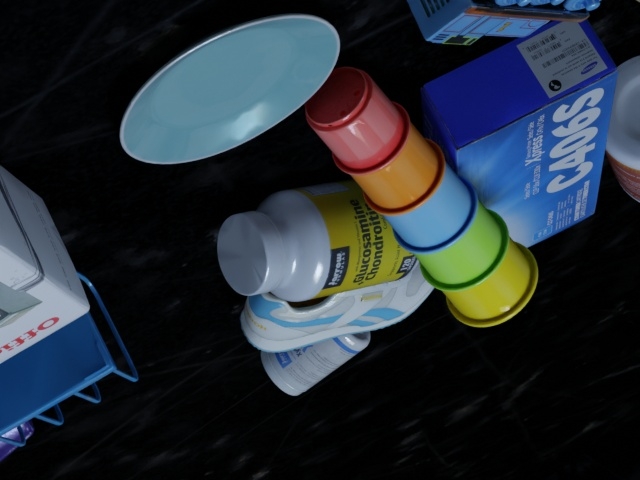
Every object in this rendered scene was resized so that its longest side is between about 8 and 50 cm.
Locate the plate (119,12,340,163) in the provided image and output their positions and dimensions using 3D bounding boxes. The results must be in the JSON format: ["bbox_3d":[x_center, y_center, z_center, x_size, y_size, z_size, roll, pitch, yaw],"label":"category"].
[{"bbox_3d":[-0.073,-0.122,1.372,0.188,0.024,0.188,-24,160,-9],"label":"plate"}]

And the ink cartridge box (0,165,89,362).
[{"bbox_3d":[-0.311,0.021,1.276,0.198,0.115,0.273,-30,159,4],"label":"ink cartridge box"}]

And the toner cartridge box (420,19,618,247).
[{"bbox_3d":[0.189,-0.082,1.722,0.165,0.075,0.348,-25,159,-4],"label":"toner cartridge box"}]

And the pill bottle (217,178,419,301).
[{"bbox_3d":[0.000,0.000,1.636,0.184,0.103,0.103,-11,154,-39],"label":"pill bottle"}]

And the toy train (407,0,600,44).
[{"bbox_3d":[0.149,-0.203,1.395,0.105,0.080,0.184,-32,163,37],"label":"toy train"}]

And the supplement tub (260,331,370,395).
[{"bbox_3d":[-0.005,0.114,1.945,0.107,0.071,0.071,-38,157,22],"label":"supplement tub"}]

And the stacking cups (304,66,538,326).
[{"bbox_3d":[0.082,-0.040,1.561,0.096,0.096,0.316,-33,134,12],"label":"stacking cups"}]

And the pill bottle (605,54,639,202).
[{"bbox_3d":[0.351,-0.101,1.816,0.121,0.121,0.216,-31,159,6],"label":"pill bottle"}]

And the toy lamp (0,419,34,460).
[{"bbox_3d":[-0.404,0.221,1.683,0.274,0.080,0.080,-28,159,-4],"label":"toy lamp"}]

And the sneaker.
[{"bbox_3d":[0.032,0.043,1.805,0.228,0.087,0.092,-22,156,-23],"label":"sneaker"}]

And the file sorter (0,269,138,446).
[{"bbox_3d":[-0.261,0.108,1.548,0.170,0.118,0.104,-30,163,5],"label":"file sorter"}]
